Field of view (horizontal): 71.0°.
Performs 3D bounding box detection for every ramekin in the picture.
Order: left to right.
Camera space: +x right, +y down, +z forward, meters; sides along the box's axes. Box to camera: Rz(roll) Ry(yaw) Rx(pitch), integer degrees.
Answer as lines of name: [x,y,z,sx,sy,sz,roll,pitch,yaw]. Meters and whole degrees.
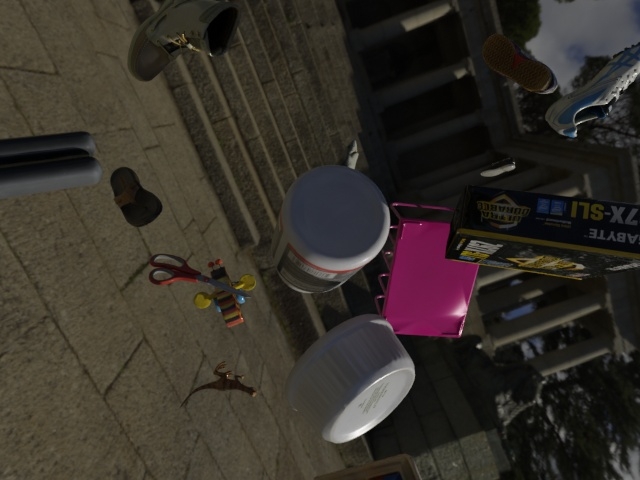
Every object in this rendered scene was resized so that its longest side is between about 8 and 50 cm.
ramekin: [0.071,0.290,0.916,0.127,0.273,0.273,47,-12,38]

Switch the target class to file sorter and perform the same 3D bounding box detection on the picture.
file sorter: [0.255,0.065,1.124,0.182,0.202,0.290,-100,-164,-69]

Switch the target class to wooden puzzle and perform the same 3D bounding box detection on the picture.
wooden puzzle: [0.152,0.765,1.181,0.080,0.348,0.322,-1,65,-57]

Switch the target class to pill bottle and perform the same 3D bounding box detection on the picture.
pill bottle: [0.000,0.000,0.990,0.363,0.210,0.210,125,-53,-70]

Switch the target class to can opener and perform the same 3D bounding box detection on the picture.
can opener: [-0.426,-0.073,0.552,0.095,0.283,0.076,-35,-108,61]

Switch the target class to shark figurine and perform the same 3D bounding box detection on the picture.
shark figurine: [0.016,-0.175,1.340,0.278,0.116,0.166,-51,152,-40]

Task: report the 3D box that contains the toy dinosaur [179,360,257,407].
toy dinosaur: [-0.282,0.403,1.263,0.112,0.211,0.064,-110,-155,-60]

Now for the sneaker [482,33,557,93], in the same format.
sneaker: [0.430,-0.377,0.974,0.084,0.069,0.185,0,48,-46]

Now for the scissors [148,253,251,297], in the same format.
scissors: [-0.339,0.098,1.273,0.109,0.297,0.021,-90,-167,-47]

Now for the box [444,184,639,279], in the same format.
box: [0.343,-0.001,0.723,0.322,0.257,0.079,34,67,-76]

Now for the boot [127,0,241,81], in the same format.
boot: [-0.256,-0.370,0.836,0.165,0.213,0.077,37,0,30]

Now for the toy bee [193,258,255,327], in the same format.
toy bee: [-0.332,0.154,1.484,0.298,0.195,0.162,17,-48,52]

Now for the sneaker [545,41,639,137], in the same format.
sneaker: [0.566,-0.296,0.887,0.086,0.237,0.085,56,12,23]

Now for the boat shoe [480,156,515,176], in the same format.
boat shoe: [0.617,-0.256,1.564,0.125,0.046,0.038,-17,-118,54]

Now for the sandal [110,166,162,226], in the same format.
sandal: [-0.443,-0.110,1.040,0.219,0.090,0.060,50,0,32]
